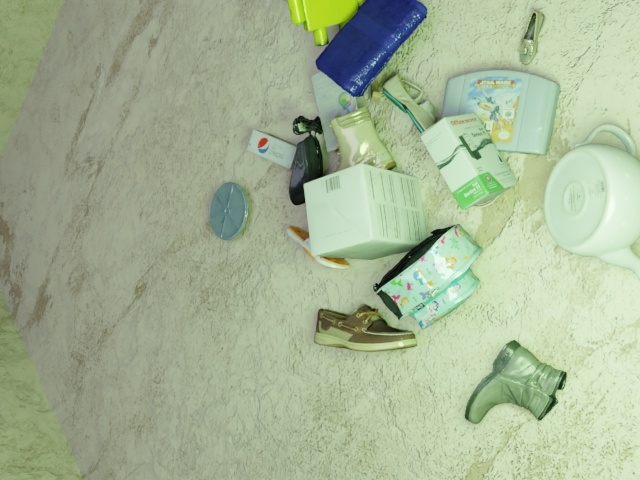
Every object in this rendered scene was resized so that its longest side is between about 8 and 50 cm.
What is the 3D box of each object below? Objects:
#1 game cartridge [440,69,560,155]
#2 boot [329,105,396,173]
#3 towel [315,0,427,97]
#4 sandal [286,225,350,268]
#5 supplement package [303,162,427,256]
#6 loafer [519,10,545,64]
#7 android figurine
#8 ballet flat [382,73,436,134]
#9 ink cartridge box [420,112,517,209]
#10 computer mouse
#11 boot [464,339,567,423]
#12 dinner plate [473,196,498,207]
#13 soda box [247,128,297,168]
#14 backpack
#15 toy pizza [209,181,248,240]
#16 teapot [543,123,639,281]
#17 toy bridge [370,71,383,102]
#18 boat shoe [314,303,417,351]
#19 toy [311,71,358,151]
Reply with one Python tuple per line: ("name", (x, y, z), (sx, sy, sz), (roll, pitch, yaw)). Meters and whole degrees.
("game cartridge", (0.432, -0.320, 1.645), (0.297, 0.062, 0.198), (12, 99, 41))
("boot", (0.065, -0.242, 1.894), (0.261, 0.095, 0.204), (-27, 87, 32))
("towel", (0.141, -0.556, 1.853), (0.308, 0.076, 0.228), (-48, 45, 9))
("sandal", (-0.008, -0.001, 1.969), (0.265, 0.101, 0.076), (37, 113, 39))
("supplement package", (0.123, -0.066, 1.752), (0.199, 0.262, 0.198), (-15, 76, 39))
("loafer", (0.504, -0.490, 1.602), (0.045, 0.039, 0.125), (22, 101, 39))
("android figurine", (0.021, -0.707, 1.906), (0.056, 0.248, 0.273), (-130, 26, -56))
("ballet flat", (0.256, -0.362, 1.788), (0.086, 0.086, 0.248), (-51, 56, 26))
("ink cartridge box", (0.352, -0.193, 1.582), (0.087, 0.153, 0.209), (-37, 77, 43))
("computer mouse", (-0.031, -0.232, 1.985), (0.072, 0.188, 0.272), (14, 104, 21))
("boot", (0.454, 0.370, 1.557), (0.161, 0.083, 0.247), (38, 112, 30))
("dinner plate", (0.403, -0.152, 1.679), (0.141, 0.017, 0.141), (-3, 85, 40))
("soda box", (-0.136, -0.289, 2.124), (0.216, 0.069, 0.074), (28, 104, 38))
("backpack", (0.284, 0.083, 1.633), (0.191, 0.225, 0.253), (44, 112, 10))
("toy pizza", (-0.311, -0.100, 2.286), (0.201, 0.032, 0.202), (-4, 84, 42))
("teapot", (0.608, -0.085, 1.395), (0.253, 0.187, 0.256), (-115, 32, -56))
("toy bridge", (0.161, -0.473, 1.886), (0.063, 0.026, 0.188), (110, 166, -69))
("boat shoe", (0.116, 0.237, 1.835), (0.341, 0.123, 0.123), (-2, 87, 47))
("toy", (0.061, -0.394, 1.971), (0.136, 0.056, 0.238), (-15, 82, 35))
